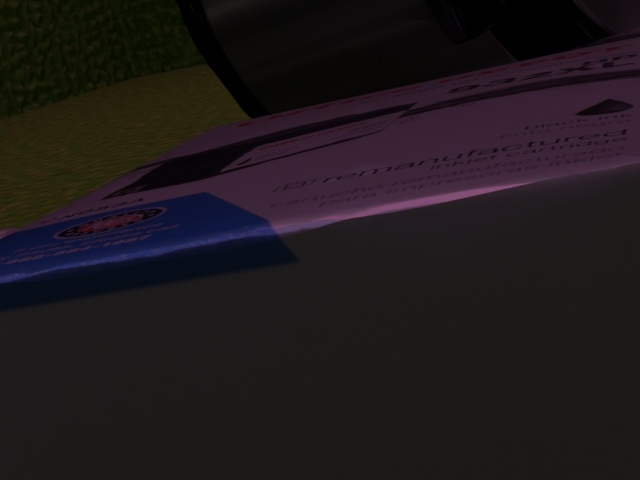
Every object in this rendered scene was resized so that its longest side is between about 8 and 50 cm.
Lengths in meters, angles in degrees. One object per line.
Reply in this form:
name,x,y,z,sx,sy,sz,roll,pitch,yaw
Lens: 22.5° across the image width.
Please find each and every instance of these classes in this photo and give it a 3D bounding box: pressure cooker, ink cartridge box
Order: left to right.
ink cartridge box,0.031,0.021,0.574,0.223,0.129,0.307,-11,10,16
pressure cooker,0.129,-0.281,1.338,0.420,0.370,0.375,-13,-21,39

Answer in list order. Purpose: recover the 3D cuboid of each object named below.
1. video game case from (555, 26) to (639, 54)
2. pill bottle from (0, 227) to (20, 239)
video game case,0.230,-0.110,1.002,0.210,0.042,0.232,-19,10,-23
pill bottle,-0.169,0.038,0.862,0.043,0.083,0.043,-13,10,2
